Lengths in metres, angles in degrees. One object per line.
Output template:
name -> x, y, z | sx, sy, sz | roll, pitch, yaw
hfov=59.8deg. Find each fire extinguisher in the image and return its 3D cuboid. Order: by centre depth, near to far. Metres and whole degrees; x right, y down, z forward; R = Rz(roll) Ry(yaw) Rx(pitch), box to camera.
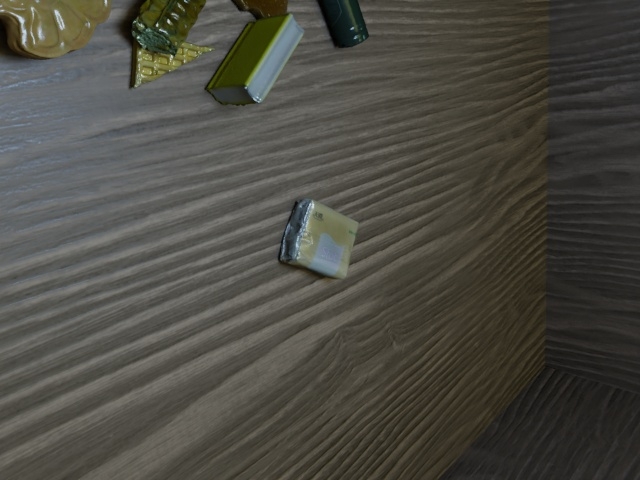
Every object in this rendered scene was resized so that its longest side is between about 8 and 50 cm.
fire extinguisher -> 0.037, -0.665, 1.455 | 0.095, 0.114, 0.311 | -21, 121, 7

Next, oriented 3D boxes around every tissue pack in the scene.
tissue pack -> 0.000, 0.000, 1.557 | 0.222, 0.090, 0.186 | 26, 77, -46

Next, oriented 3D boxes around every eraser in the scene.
eraser -> -0.149, -0.412, 1.272 | 0.069, 0.158, 0.226 | 43, 68, -40

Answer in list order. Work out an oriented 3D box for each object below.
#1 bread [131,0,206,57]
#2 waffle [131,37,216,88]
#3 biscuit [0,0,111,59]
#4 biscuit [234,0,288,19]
bread -> -0.290, -0.502, 1.139 | 0.087, 0.098, 0.270 | 97, 11, -67
waffle -> -0.312, -0.372, 1.199 | 0.191, 0.032, 0.125 | 0, 96, -44
biscuit -> -0.489, -0.471, 0.923 | 0.312, 0.057, 0.351 | 52, 47, -43
biscuit -> -0.160, -0.625, 1.309 | 0.215, 0.034, 0.182 | 4, 94, -44
